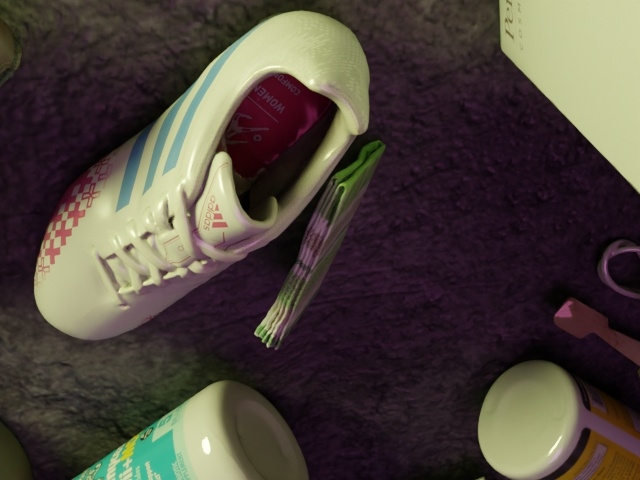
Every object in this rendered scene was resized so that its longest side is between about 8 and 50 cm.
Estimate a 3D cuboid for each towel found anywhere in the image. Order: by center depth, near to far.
[{"bbox_3d":[0.000,0.000,0.570,0.023,0.113,0.152,27,118,6],"label":"towel"}]

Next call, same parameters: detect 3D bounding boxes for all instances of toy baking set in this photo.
[{"bbox_3d":[0.352,0.053,0.711,0.256,0.030,0.196,-27,120,6],"label":"toy baking set"}]

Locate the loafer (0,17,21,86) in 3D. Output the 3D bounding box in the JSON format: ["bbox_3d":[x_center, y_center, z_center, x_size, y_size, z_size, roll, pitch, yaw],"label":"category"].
[{"bbox_3d":[-0.294,-0.065,0.494,0.268,0.096,0.084,-26,144,16],"label":"loafer"}]

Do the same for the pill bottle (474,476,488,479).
[{"bbox_3d":[0.115,0.336,0.809,0.187,0.112,0.112,-28,124,10],"label":"pill bottle"}]

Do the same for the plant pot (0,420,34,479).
[{"bbox_3d":[-0.424,0.309,0.599,0.324,0.280,0.323,-5,125,-7],"label":"plant pot"}]

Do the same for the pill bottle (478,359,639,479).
[{"bbox_3d":[0.271,0.212,0.748,0.209,0.119,0.119,31,114,-26],"label":"pill bottle"}]

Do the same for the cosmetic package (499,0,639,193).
[{"bbox_3d":[0.223,-0.120,0.309,0.162,0.453,0.230,-12,125,-1],"label":"cosmetic package"}]

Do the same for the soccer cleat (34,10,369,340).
[{"bbox_3d":[-0.098,-0.021,0.511,0.116,0.143,0.331,35,112,-28],"label":"soccer cleat"}]

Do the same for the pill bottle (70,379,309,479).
[{"bbox_3d":[-0.151,0.255,0.688,0.264,0.146,0.146,-36,122,14],"label":"pill bottle"}]
